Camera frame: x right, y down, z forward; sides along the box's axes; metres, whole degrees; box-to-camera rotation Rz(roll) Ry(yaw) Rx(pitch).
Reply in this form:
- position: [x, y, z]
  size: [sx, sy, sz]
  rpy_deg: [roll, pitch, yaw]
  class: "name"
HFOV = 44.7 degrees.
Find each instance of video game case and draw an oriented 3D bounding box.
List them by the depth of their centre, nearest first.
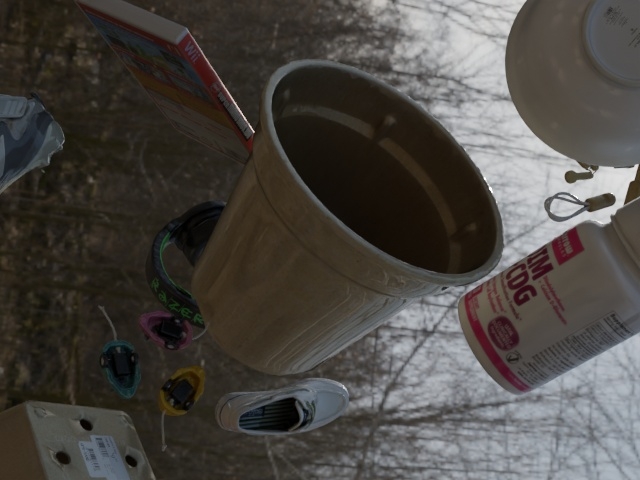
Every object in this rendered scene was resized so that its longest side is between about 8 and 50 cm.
- position: [-0.185, -0.203, 1.028]
  size: [0.025, 0.204, 0.285]
  rpy_deg: [-53, 148, -12]
  class: "video game case"

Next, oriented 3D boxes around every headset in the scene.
- position: [-0.147, 0.003, 1.453]
  size: [0.394, 0.243, 0.185]
  rpy_deg: [-45, 167, -52]
  class: "headset"

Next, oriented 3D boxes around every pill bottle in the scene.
- position: [0.339, 0.073, 1.031]
  size: [0.283, 0.160, 0.160]
  rpy_deg: [-36, -145, 24]
  class: "pill bottle"

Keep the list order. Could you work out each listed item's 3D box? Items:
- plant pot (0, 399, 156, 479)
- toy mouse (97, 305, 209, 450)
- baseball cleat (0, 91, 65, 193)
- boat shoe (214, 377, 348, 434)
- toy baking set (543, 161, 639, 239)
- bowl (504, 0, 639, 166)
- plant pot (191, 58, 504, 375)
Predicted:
- position: [-0.150, 0.148, 0.425]
  size: [0.096, 0.109, 0.109]
  rpy_deg: [-46, -126, 16]
  class: "plant pot"
- position: [-0.186, 0.122, 0.826]
  size: [0.031, 0.143, 0.161]
  rpy_deg: [-42, -169, 45]
  class: "toy mouse"
- position: [-0.371, -0.088, 0.834]
  size: [0.206, 0.072, 0.109]
  rpy_deg: [-54, 129, -41]
  class: "baseball cleat"
- position: [-0.043, 0.261, 1.170]
  size: [0.076, 0.226, 0.083]
  rpy_deg: [12, -76, 58]
  class: "boat shoe"
- position: [0.483, -0.079, 1.365]
  size: [0.030, 0.197, 0.256]
  rpy_deg: [-16, -124, 68]
  class: "toy baking set"
- position: [0.403, -0.255, 1.028]
  size: [0.134, 0.298, 0.297]
  rpy_deg: [51, 46, -84]
  class: "bowl"
- position: [0.000, 0.000, 0.974]
  size: [0.305, 0.334, 0.333]
  rpy_deg: [-48, -149, 37]
  class: "plant pot"
